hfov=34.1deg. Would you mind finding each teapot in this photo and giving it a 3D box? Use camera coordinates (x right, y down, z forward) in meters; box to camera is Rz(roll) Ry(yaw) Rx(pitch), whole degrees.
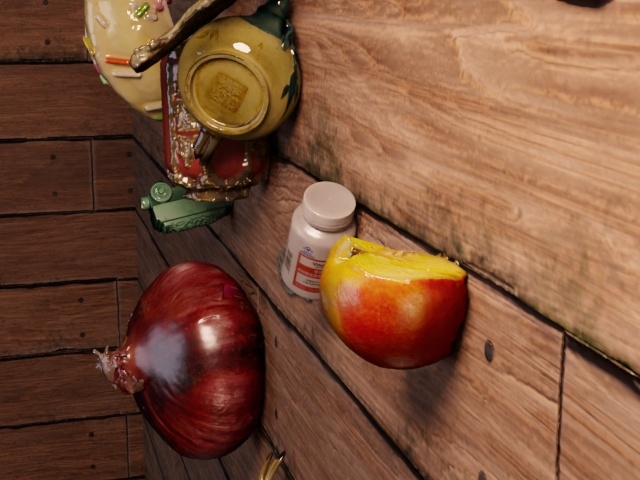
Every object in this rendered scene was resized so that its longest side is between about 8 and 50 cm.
[{"bbox_3d":[-0.110,-0.228,1.473,0.269,0.173,0.183,-61,2,34],"label":"teapot"}]

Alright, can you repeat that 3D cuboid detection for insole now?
[{"bbox_3d":[-0.038,0.050,1.533,0.193,0.006,0.065,-157,65,-72],"label":"insole"}]

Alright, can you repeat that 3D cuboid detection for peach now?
[{"bbox_3d":[0.063,0.062,0.978,0.151,0.151,0.119,-153,73,-71],"label":"peach"}]

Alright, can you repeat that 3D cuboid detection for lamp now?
[{"bbox_3d":[-0.163,-0.197,1.633,0.177,0.177,0.274,-161,68,-73],"label":"lamp"}]

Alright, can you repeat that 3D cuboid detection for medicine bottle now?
[{"bbox_3d":[0.000,0.000,1.258,0.140,0.079,0.079,104,156,-45],"label":"medicine bottle"}]

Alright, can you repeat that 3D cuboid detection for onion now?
[{"bbox_3d":[-0.249,0.212,1.816,0.347,0.285,0.348,16,108,61],"label":"onion"}]

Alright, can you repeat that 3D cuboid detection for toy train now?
[{"bbox_3d":[-0.248,-0.069,1.951,0.070,0.172,0.100,122,130,-63],"label":"toy train"}]

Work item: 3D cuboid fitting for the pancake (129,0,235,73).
[{"bbox_3d":[-0.146,-0.323,1.409,0.033,0.286,0.288,53,167,-10],"label":"pancake"}]

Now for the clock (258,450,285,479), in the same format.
[{"bbox_3d":[-0.070,0.445,1.621,0.170,0.069,0.232,140,126,-71],"label":"clock"}]

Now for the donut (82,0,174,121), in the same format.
[{"bbox_3d":[-0.274,-0.394,1.812,0.150,0.307,0.371,-2,90,33],"label":"donut"}]
